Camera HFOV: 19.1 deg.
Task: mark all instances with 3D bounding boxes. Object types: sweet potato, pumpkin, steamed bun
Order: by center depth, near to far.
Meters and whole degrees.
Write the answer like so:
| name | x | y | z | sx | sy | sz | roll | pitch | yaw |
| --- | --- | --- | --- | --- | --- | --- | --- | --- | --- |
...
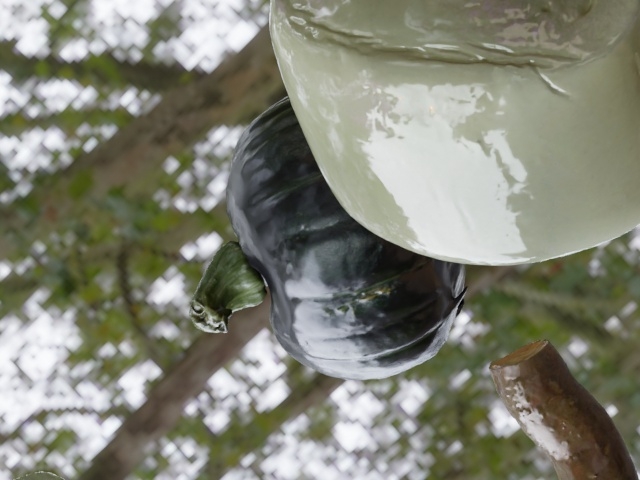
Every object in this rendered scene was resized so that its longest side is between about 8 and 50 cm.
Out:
| name | x | y | z | sx | sy | sz | roll | pitch | yaw |
| --- | --- | --- | --- | --- | --- | --- | --- | --- | --- |
| steamed bun | 0.091 | -0.090 | 1.166 | 0.200 | 0.250 | 0.155 | 67 | -145 | -47 |
| sweet potato | 0.200 | 0.199 | 1.315 | 0.281 | 0.067 | 0.059 | 65 | 173 | -8 |
| pumpkin | 0.000 | 0.000 | 1.841 | 0.296 | 0.296 | 0.296 | 37 | -155 | -21 |

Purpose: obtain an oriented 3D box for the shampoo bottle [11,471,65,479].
| name | x | y | z | sx | sy | sz | roll | pitch | yaw |
| --- | --- | --- | --- | --- | --- | --- | --- | --- | --- |
| shampoo bottle | -0.157 | 0.185 | 1.048 | 0.152 | 0.077 | 0.045 | -130 | 17 | -64 |
